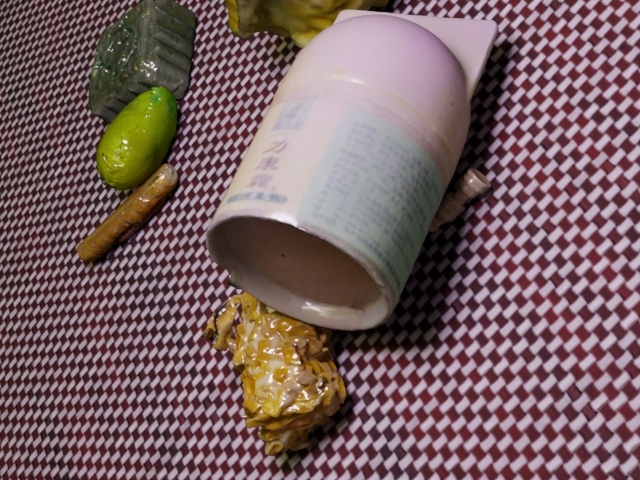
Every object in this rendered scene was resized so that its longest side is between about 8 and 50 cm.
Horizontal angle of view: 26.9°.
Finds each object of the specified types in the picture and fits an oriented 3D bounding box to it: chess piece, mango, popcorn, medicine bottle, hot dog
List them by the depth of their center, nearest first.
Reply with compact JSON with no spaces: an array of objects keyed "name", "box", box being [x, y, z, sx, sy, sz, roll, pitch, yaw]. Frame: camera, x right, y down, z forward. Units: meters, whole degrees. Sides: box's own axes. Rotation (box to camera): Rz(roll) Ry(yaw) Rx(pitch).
[{"name":"medicine bottle","box":[0.049,-0.119,1.597,0.236,0.236,0.406,-5,51,44]},{"name":"chess piece","box":[0.161,-0.044,1.608,0.092,0.035,0.035,-47,41,19]},{"name":"popcorn","box":[-0.031,-0.419,1.840,0.312,0.312,0.312,-25,50,34]},{"name":"hot dog","box":[-0.296,-0.035,2.059,0.216,0.047,0.066,-41,6,19]},{"name":"mango","box":[-0.279,-0.157,2.077,0.119,0.100,0.178,6,64,58]}]

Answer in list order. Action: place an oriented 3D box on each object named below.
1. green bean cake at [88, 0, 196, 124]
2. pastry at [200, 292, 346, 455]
[{"name":"green bean cake","box":[-0.299,-0.293,2.197,0.185,0.094,0.183,-27,50,39]},{"name":"pastry","box":[-0.055,0.137,1.659,0.154,0.102,0.250,-36,47,21]}]
